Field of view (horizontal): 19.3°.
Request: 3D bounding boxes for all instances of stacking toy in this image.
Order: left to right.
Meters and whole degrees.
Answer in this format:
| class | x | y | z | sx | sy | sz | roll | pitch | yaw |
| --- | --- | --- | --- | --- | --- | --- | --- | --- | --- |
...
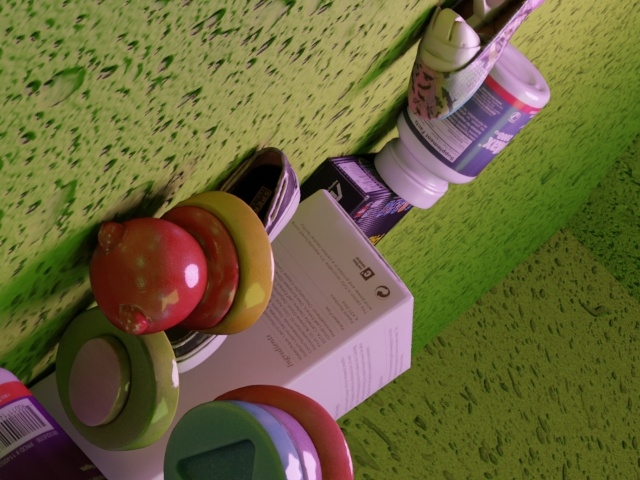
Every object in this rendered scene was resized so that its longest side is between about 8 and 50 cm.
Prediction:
| class | x | y | z | sx | sy | sz | roll | pitch | yaw |
| --- | --- | --- | --- | --- | --- | --- | --- | --- | --- |
| stacking toy | -0.137 | 0.144 | 1.542 | 0.279 | 0.309 | 0.130 | -34 | 164 | 37 |

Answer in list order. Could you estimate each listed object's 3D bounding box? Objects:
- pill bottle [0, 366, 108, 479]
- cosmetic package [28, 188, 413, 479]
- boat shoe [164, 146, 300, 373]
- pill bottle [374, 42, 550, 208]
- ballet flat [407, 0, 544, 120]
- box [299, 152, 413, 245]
| class | x | y | z | sx | sy | sz | roll | pitch | yaw |
| --- | --- | --- | --- | --- | --- | --- | --- | --- | --- |
| pill bottle | -0.224 | 0.268 | 1.509 | 0.181 | 0.323 | 0.181 | -41 | 170 | -9 |
| cosmetic package | -0.096 | 0.139 | 1.806 | 0.365 | 0.155 | 0.197 | -33 | 159 | -14 |
| boat shoe | -0.093 | 0.013 | 1.652 | 0.219 | 0.077 | 0.070 | -60 | 167 | -15 |
| pill bottle | 0.144 | -0.123 | 1.973 | 0.180 | 0.108 | 0.108 | -47 | 170 | 23 |
| ballet flat | 0.151 | -0.212 | 1.761 | 0.221 | 0.077 | 0.079 | -48 | 152 | -1 |
| box | 0.000 | 0.000 | 2.054 | 0.216 | 0.060 | 0.270 | -47 | 170 | 15 |
